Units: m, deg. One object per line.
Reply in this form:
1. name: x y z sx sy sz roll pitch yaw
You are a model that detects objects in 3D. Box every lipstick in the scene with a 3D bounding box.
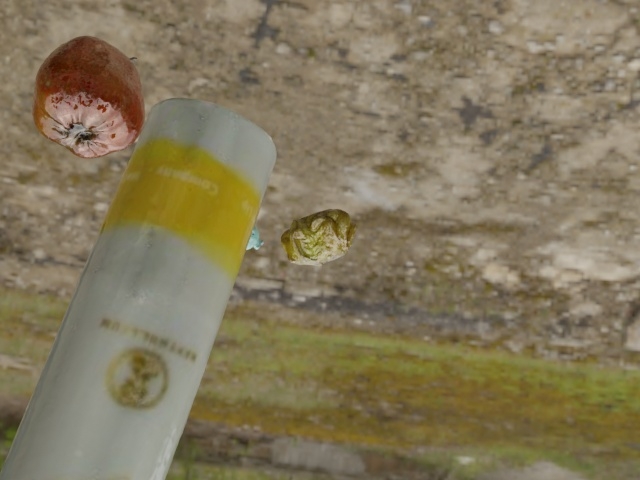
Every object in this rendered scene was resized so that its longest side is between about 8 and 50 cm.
1. lipstick: -0.082 0.072 0.375 0.059 0.264 0.059 15 159 6

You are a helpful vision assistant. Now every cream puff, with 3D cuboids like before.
1. cream puff: 0.000 0.000 1.142 0.083 0.058 0.083 -2 152 -33

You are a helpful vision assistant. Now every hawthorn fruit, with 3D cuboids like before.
1. hawthorn fruit: -0.319 -0.220 1.430 0.162 0.204 0.163 0 141 0

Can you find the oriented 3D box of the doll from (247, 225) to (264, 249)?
1. doll: -0.146 -0.029 1.224 0.158 0.059 0.159 -1 152 45
